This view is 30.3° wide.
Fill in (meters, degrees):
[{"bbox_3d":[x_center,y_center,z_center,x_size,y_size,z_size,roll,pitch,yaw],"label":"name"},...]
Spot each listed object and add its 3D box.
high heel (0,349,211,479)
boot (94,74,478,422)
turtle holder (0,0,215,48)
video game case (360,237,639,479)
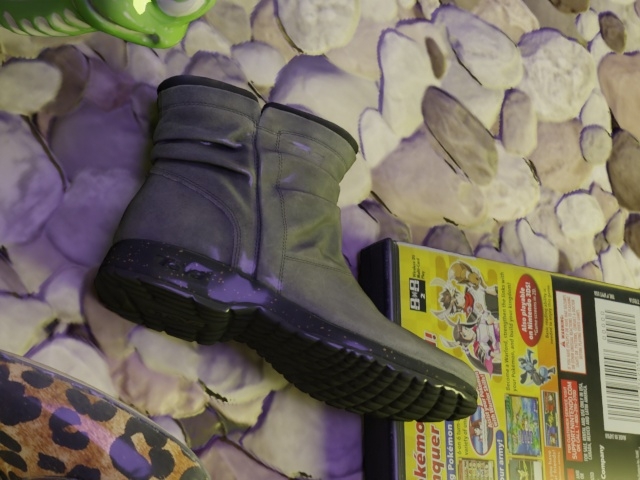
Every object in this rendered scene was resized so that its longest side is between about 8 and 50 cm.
[{"bbox_3d":[-0.119,0.184,0.567,0.261,0.093,0.186,49,47,-22],"label":"high heel"},{"bbox_3d":[0.000,0.000,0.707,0.246,0.083,0.161,24,61,-12],"label":"boot"},{"bbox_3d":[-0.130,-0.267,0.585,0.243,0.227,0.320,53,34,-38],"label":"turtle holder"},{"bbox_3d":[0.138,0.150,0.800,0.248,0.035,0.275,11,69,-32],"label":"video game case"}]
